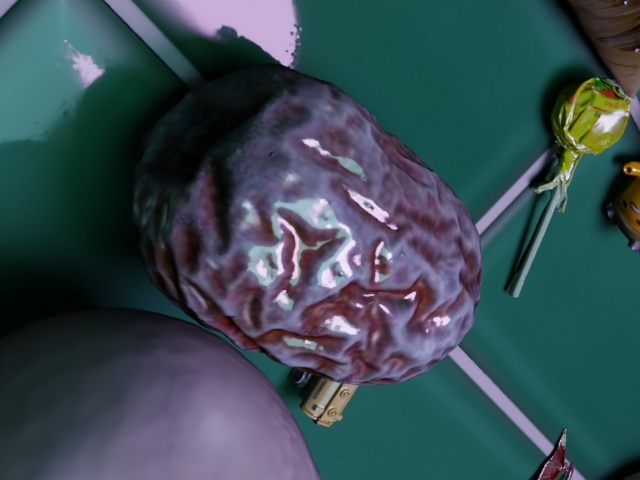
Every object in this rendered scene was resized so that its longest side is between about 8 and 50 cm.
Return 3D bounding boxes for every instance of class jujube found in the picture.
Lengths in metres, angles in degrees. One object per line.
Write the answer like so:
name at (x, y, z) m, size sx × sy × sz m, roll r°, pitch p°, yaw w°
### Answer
jujube at (0.000, 0.000, 0.711) m, size 0.317 × 0.226 × 0.226 m, roll 37°, pitch 93°, yaw -38°

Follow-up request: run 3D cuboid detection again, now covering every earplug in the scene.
earplug at (-0.139, 0.235, 0.653) m, size 0.312 × 0.312 × 0.394 m, roll -28°, pitch 133°, yaw -14°

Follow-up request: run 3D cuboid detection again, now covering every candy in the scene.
candy at (0.252, -0.052, 0.921) m, size 0.077 × 0.073 × 0.262 m, roll 11°, pitch 116°, yaw -13°

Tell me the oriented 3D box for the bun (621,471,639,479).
bun at (0.448, 0.409, 1.223) m, size 0.222 × 0.127 × 0.222 m, roll -36°, pitch 144°, yaw -32°

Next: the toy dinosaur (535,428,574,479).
toy dinosaur at (0.294, 0.355, 1.159) m, size 0.108 × 0.032 × 0.220 m, roll 5°, pitch 109°, yaw -28°

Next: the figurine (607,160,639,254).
figurine at (0.432, -0.035, 0.990) m, size 0.250 × 0.166 × 0.141 m, roll 12°, pitch 131°, yaw -46°

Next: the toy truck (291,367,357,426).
toy truck at (0.022, 0.125, 0.873) m, size 0.052 × 0.063 × 0.123 m, roll 28°, pitch 99°, yaw -35°

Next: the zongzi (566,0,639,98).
zongzi at (0.322, -0.308, 0.797) m, size 0.274 × 0.145 × 0.300 m, roll -57°, pitch 143°, yaw 1°
